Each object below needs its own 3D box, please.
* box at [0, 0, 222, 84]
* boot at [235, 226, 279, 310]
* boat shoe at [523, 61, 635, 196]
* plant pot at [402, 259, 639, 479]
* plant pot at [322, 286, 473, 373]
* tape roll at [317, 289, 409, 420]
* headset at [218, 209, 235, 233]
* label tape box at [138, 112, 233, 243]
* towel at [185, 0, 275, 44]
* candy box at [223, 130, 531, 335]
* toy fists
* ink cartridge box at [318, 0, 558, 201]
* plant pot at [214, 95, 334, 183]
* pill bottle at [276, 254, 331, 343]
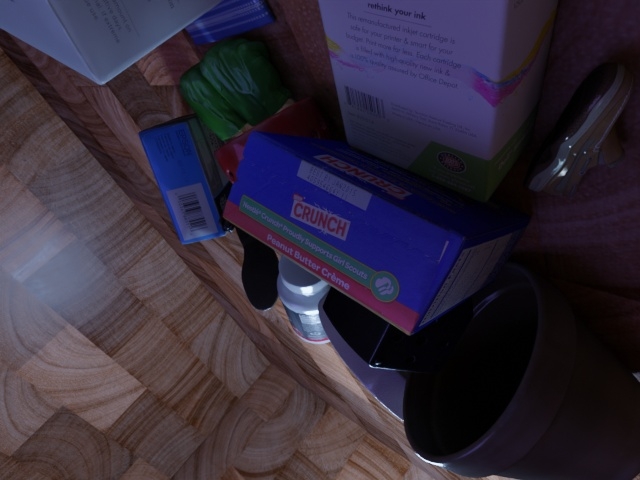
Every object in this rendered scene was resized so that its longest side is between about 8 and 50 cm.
[{"bbox_3d":[-0.150,-0.328,0.416,0.215,0.345,0.168,31,155,28],"label":"box"},{"bbox_3d":[-0.164,0.064,1.375,0.115,0.112,0.305,61,-167,-61],"label":"boot"},{"bbox_3d":[0.277,-0.103,0.494,0.072,0.068,0.190,25,164,12],"label":"boat shoe"},{"bbox_3d":[0.333,0.234,0.747,0.280,0.323,0.323,28,160,-9],"label":"plant pot"},{"bbox_3d":[0.131,0.106,0.772,0.187,0.188,0.167,12,-151,-19],"label":"plant pot"},{"bbox_3d":[0.158,0.240,1.048,0.392,0.072,0.392,41,-167,-11],"label":"tape roll"},{"bbox_3d":[0.000,0.000,0.986,0.394,0.185,0.243,32,158,-3],"label":"headset"},{"bbox_3d":[-0.265,-0.166,1.097,0.334,0.105,0.241,-86,-18,-69],"label":"label tape box"},{"bbox_3d":[-0.222,-0.467,0.722,0.243,0.040,0.336,14,147,48],"label":"towel"},{"bbox_3d":[0.089,-0.031,0.613,0.268,0.317,0.122,32,111,27],"label":"candy box"},{"bbox_3d":[-0.166,-0.281,0.881,0.142,0.096,0.279,44,159,-26],"label":"toy fists"},{"bbox_3d":[0.109,-0.225,0.467,0.207,0.119,0.353,30,156,30],"label":"ink cartridge box"},{"bbox_3d":[-0.054,-0.124,0.815,0.174,0.191,0.191,58,155,-15],"label":"plant pot"},{"bbox_3d":[-0.020,0.141,1.295,0.176,0.176,0.318,32,156,25],"label":"pill bottle"}]
